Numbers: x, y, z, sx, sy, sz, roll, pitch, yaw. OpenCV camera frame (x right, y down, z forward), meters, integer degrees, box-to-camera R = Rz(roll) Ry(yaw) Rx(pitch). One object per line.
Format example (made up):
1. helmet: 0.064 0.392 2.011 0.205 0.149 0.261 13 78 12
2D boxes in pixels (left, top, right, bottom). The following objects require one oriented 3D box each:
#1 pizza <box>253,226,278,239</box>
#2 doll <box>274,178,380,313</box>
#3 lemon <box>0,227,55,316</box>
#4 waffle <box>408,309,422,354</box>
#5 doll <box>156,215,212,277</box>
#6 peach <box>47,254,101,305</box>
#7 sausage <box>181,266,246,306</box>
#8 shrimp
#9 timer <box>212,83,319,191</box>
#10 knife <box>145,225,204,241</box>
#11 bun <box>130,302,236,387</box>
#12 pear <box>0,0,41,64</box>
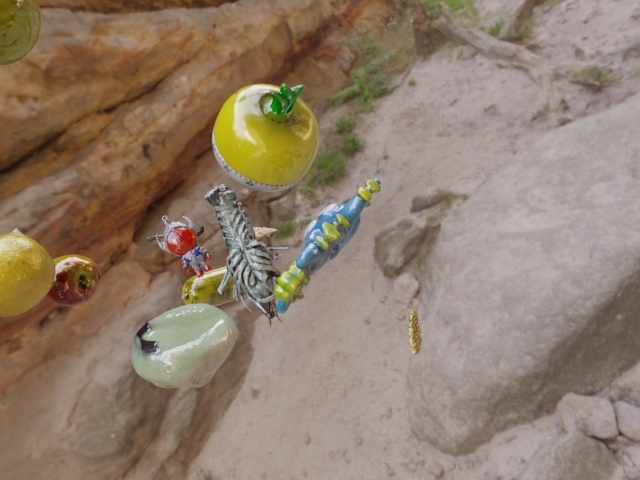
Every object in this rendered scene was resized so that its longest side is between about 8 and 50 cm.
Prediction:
1. pizza: -0.206 -0.018 1.792 0.100 0.029 0.099 3 20 9
2. doll: 0.000 0.000 1.089 0.346 0.098 0.341 -54 -6 15
3. lemon: -0.909 0.106 1.484 0.253 0.228 0.228 -52 33 -15
4. waffle: 0.175 0.169 0.949 0.016 0.085 0.078 -6 18 18
5. doll: -0.367 0.011 1.388 0.104 0.195 0.062 -37 -1 12
6. peach: -0.873 0.136 1.782 0.197 0.197 0.197 -26 32 18
7. sausage: -0.328 0.153 1.772 0.347 0.123 0.123 -14 12 -40
8. shrimp: -0.195 0.047 1.395 0.221 0.411 0.166 -22 -3 -5
9. timer: -0.115 -0.277 1.236 0.285 0.285 0.285 -26 32 18
10. knife: -0.505 -0.017 1.791 0.222 0.046 0.021 -10 38 11
11. bun: -0.367 0.311 1.419 0.293 0.187 0.293 -7 23 3
12. pear: -1.002 -0.710 1.574 0.287 0.287 0.375 -23 35 23
